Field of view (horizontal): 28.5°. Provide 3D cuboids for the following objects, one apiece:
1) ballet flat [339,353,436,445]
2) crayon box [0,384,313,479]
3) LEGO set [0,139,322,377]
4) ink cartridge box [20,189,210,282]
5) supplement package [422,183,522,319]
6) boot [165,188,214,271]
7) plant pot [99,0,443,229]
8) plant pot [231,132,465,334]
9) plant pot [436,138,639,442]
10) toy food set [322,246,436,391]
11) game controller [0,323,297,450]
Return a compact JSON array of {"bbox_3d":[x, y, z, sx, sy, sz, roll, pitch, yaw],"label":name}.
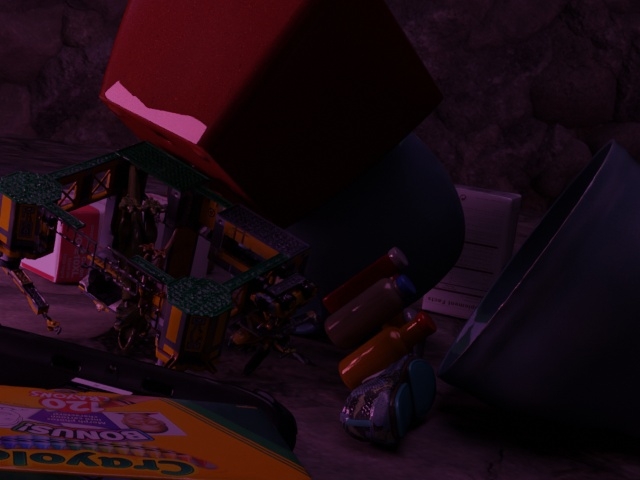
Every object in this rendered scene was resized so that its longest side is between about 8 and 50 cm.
[{"bbox_3d":[0.061,0.144,1.162,0.070,0.070,0.188,11,5,15],"label":"ballet flat"},{"bbox_3d":[-0.156,0.152,0.772,0.278,0.081,0.165,7,8,-16],"label":"crayon box"},{"bbox_3d":[-0.172,0.057,1.265,0.331,0.192,0.255,26,32,18],"label":"LEGO set"},{"bbox_3d":[-0.288,-0.008,1.698,0.237,0.100,0.172,1,11,-40],"label":"ink cartridge box"},{"bbox_3d":[0.217,0.017,1.798,0.105,0.179,0.105,11,8,15],"label":"supplement package"},{"bbox_3d":[-0.214,-0.048,1.855,0.197,0.153,0.073,15,18,42],"label":"boot"},{"bbox_3d":[-0.074,-0.172,1.354,0.267,0.236,0.267,29,-12,37],"label":"plant pot"},{"bbox_3d":[0.000,0.000,1.511,0.290,0.290,0.195,14,45,32],"label":"plant pot"},{"bbox_3d":[0.279,0.075,1.248,0.196,0.293,0.293,36,10,3],"label":"plant pot"},{"bbox_3d":[0.080,0.075,1.329,0.111,0.104,0.232,56,18,7],"label":"toy food set"},{"bbox_3d":[-0.183,0.135,1.004,0.319,0.067,0.166,11,23,20],"label":"game controller"}]
